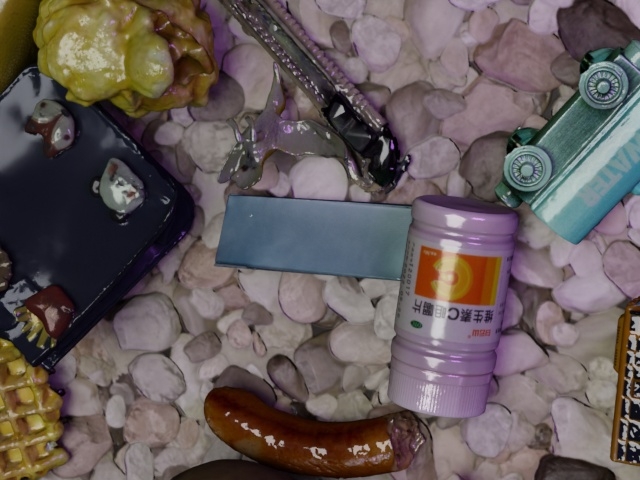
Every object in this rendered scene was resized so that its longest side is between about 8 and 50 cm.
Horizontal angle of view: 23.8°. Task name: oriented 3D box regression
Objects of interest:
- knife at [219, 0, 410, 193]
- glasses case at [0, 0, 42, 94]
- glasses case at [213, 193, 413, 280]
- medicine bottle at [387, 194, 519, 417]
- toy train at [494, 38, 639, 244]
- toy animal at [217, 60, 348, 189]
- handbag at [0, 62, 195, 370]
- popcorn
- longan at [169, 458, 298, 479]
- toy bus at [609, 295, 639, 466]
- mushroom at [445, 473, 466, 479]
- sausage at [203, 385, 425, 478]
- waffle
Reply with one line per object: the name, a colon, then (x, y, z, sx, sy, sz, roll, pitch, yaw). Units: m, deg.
knife: (-0.019, -0.209, 1.935, 0.089, 0.043, 0.365, -44, 77, 23)
glasses case: (-0.417, -0.328, 2.035, 0.141, 0.173, 0.371, 32, 108, 15)
glasses case: (0.000, 0.000, 1.952, 0.266, 0.056, 0.105, 4, 73, 25)
medicine bottle: (0.157, 0.077, 1.836, 0.133, 0.133, 0.250, 14, 102, 23)
toy train: (0.319, -0.110, 1.767, 0.159, 0.101, 0.248, 42, 112, -2)
toy animal: (-0.068, -0.145, 1.918, 0.219, 0.095, 0.155, 1, 101, 38)
handbag: (-0.371, -0.031, 2.012, 0.329, 0.122, 0.303, -45, 76, -4)
popcorn: (-0.239, -0.256, 1.934, 0.266, 0.233, 0.192, 25, 101, 47)
longan: (-0.096, 0.433, 1.917, 0.319, 0.319, 0.319, 3, 97, 25)
toy bus: (0.396, 0.159, 1.752, 0.114, 0.098, 0.201, 8, 101, 24)
mushroom: (0.171, 0.418, 1.889, 0.108, 0.096, 0.247, 13, 106, -3)
sausage: (-0.017, 0.253, 1.967, 0.302, 0.076, 0.103, 5, 90, 23)
waffle: (-0.514, 0.240, 2.150, 0.329, 0.062, 0.329, 2, 110, 7)
